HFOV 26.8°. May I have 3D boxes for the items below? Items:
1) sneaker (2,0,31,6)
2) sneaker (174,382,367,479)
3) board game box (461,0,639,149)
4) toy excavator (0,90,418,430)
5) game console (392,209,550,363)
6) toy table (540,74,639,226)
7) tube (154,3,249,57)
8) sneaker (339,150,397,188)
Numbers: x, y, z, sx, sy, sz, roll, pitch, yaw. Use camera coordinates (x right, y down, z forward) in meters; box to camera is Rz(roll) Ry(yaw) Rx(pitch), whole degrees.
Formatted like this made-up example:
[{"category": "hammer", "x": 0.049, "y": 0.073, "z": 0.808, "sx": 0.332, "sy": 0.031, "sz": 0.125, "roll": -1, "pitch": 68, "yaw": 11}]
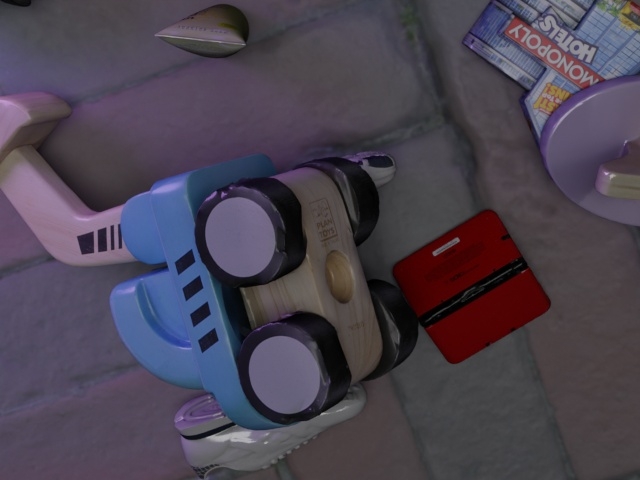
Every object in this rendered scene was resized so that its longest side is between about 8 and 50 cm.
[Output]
[{"category": "sneaker", "x": -0.339, "y": -0.344, "z": 1.521, "sx": 0.276, "sy": 0.097, "sz": 0.135, "roll": -34, "pitch": 96, "yaw": 10}, {"category": "sneaker", "x": -0.054, "y": 0.221, "z": 1.616, "sx": 0.235, "sy": 0.090, "sz": 0.095, "roll": -13, "pitch": 111, "yaw": 9}, {"category": "board game box", "x": 0.268, "y": -0.209, "z": 1.529, "sx": 0.194, "sy": 0.060, "sz": 0.194, "roll": 34, "pitch": 99, "yaw": -3}, {"category": "toy excavator", "x": -0.173, "y": 0.010, "z": 1.471, "sx": 0.445, "sy": 0.222, "sz": 0.433, "roll": -15, "pitch": 94, "yaw": 29}, {"category": "game console", "x": 0.180, "y": 0.056, "z": 1.602, "sx": 0.144, "sy": 0.085, "sz": 0.124, "roll": -31, "pitch": 65, "yaw": 7}, {"category": "toy table", "x": 0.395, "y": -0.073, "z": 1.465, "sx": 0.274, "sy": 0.161, "sz": 0.252, "roll": -6, "pitch": 113, "yaw": -7}, {"category": "tube", "x": -0.115, "y": -0.224, "z": 1.456, "sx": 0.070, "sy": 0.240, "sz": 0.062, "roll": -35, "pitch": 98, "yaw": 9}, {"category": "sneaker", "x": 0.000, "y": 0.000, "z": 1.562, "sx": 0.235, "sy": 0.094, "sz": 0.153, "roll": -24, "pitch": 99, "yaw": 7}]
